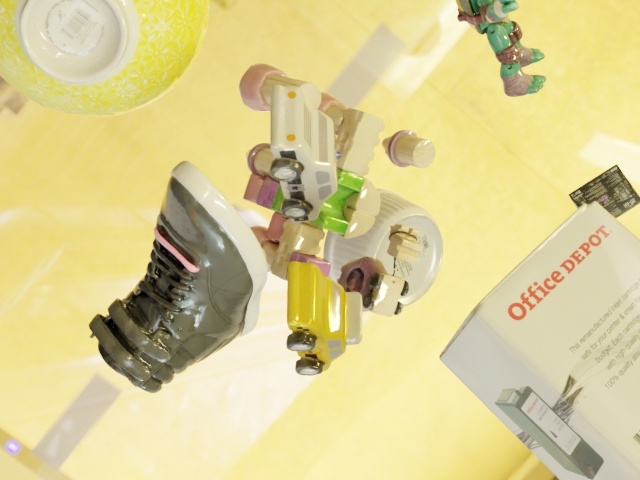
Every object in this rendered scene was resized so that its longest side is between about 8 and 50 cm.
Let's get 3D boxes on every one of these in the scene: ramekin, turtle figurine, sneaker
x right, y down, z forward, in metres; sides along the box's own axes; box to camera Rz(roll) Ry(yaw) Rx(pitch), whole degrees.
[{"bbox_3d":[0.116,0.021,1.767,0.109,0.207,0.207,21,-110,49],"label":"ramekin"},{"bbox_3d":[0.234,-0.311,1.331,0.118,0.234,0.175,1,-137,33],"label":"turtle figurine"},{"bbox_3d":[-0.134,0.050,0.911,0.147,0.104,0.295,-36,160,-20],"label":"sneaker"}]

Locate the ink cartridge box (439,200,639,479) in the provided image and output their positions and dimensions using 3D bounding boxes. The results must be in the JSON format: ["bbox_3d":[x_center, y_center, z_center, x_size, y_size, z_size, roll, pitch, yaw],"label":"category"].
[{"bbox_3d":[0.298,0.134,1.023,0.211,0.289,0.121,-37,165,-30],"label":"ink cartridge box"}]

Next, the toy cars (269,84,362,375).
[{"bbox_3d":[0.000,0.000,1.200,0.176,0.087,0.393,-83,169,-66],"label":"toy cars"}]

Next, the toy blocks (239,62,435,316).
[{"bbox_3d":[-0.032,-0.077,1.469,0.260,0.309,0.288,23,-85,52],"label":"toy blocks"}]

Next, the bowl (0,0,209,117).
[{"bbox_3d":[-0.272,-0.259,1.178,0.289,0.289,0.156,-49,-159,17],"label":"bowl"}]

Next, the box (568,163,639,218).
[{"bbox_3d":[0.415,-0.061,1.497,0.083,0.067,0.018,-34,167,7],"label":"box"}]
